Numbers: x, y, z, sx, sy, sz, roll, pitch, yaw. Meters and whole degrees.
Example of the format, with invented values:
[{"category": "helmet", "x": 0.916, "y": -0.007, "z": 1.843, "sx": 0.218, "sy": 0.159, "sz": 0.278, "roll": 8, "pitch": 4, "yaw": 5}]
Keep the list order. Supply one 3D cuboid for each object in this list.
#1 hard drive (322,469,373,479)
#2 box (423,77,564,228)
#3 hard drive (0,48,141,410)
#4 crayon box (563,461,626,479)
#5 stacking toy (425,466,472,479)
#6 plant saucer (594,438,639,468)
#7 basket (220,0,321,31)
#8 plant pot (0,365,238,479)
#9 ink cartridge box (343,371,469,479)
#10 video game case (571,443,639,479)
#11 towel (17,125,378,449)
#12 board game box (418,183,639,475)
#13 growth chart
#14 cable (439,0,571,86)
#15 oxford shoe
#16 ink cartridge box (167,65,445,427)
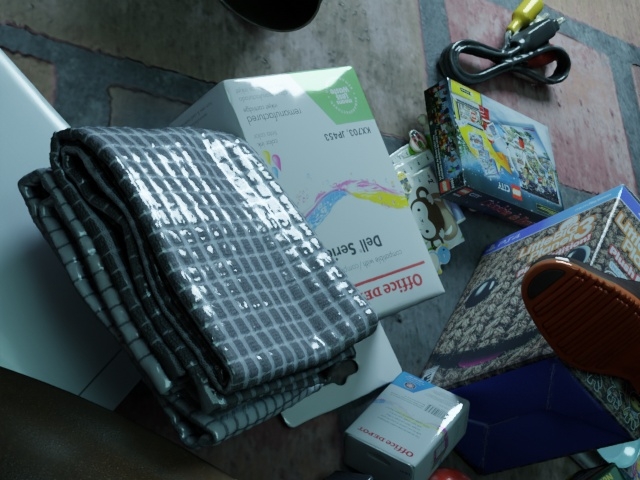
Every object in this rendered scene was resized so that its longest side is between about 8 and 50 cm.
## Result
[{"category": "hard drive", "x": -0.001, "y": 0.319, "z": 0.887, "sx": 0.339, "sy": 0.237, "sz": 0.064, "roll": -27, "pitch": 107, "yaw": -45}, {"category": "box", "x": 0.240, "y": -0.110, "z": 1.392, "sx": 0.233, "sy": 0.044, "sz": 0.159, "roll": 16, "pitch": 59, "yaw": -42}, {"category": "hard drive", "x": -0.280, "y": -0.008, "z": 0.930, "sx": 0.353, "sy": 0.047, "sz": 0.233, "roll": 49, "pitch": 48, "yaw": -12}, {"category": "crayon box", "x": 0.213, "y": 0.443, "z": 0.970, "sx": 0.363, "sy": 0.106, "sz": 0.313, "roll": -29, "pitch": 79, "yaw": -17}, {"category": "stacking toy", "x": 0.193, "y": 0.397, "z": 1.104, "sx": 0.141, "sy": 0.141, "sz": 0.330, "roll": -23, "pitch": 80, "yaw": -43}, {"category": "plant saucer", "x": 0.382, "y": 0.245, "z": 1.361, "sx": 0.119, "sy": 0.021, "sz": 0.119, "roll": 18, "pitch": 59, "yaw": -33}, {"category": "basket", "x": -0.034, "y": -0.389, "z": 1.240, "sx": 0.204, "sy": 0.154, "sz": 0.227, "roll": 49, "pitch": 44, "yaw": -13}, {"category": "plant pot", "x": -0.221, "y": 0.203, "z": 0.792, "sx": 0.230, "sy": 0.215, "sz": 0.215, "roll": 37, "pitch": 48, "yaw": 6}, {"category": "ink cartridge box", "x": 0.093, "y": 0.209, "z": 1.113, "sx": 0.122, "sy": 0.089, "sz": 0.052, "roll": -37, "pitch": 139, "yaw": -44}, {"category": "video game case", "x": 0.401, "y": 0.265, "z": 1.398, "sx": 0.143, "sy": 0.019, "sz": 0.157, "roll": 43, "pitch": 49, "yaw": -18}, {"category": "towel", "x": -0.097, "y": 0.023, "z": 0.906, "sx": 0.283, "sy": 0.121, "sz": 0.235, "roll": 54, "pitch": 26, "yaw": 14}, {"category": "board game box", "x": 0.276, "y": 0.107, "z": 1.217, "sx": 0.141, "sy": 0.232, "sz": 0.291, "roll": 46, "pitch": 48, "yaw": -14}, {"category": "growth chart", "x": 0.119, "y": -0.040, "z": 1.297, "sx": 0.172, "sy": 0.021, "sz": 0.237, "roll": 54, "pitch": 48, "yaw": -8}, {"category": "cable", "x": 0.278, "y": -0.272, "z": 1.530, "sx": 0.287, "sy": 0.072, "sz": 0.139, "roll": -31, "pitch": 109, "yaw": -32}, {"category": "oxford shoe", "x": 0.298, "y": 0.079, "z": 1.043, "sx": 0.271, "sy": 0.097, "sz": 0.098, "roll": 34, "pitch": 32, "yaw": -28}, {"category": "ink cartridge box", "x": 0.000, "y": 0.000, "z": 1.110, "sx": 0.207, "sy": 0.119, "sz": 0.353, "roll": -17, "pitch": 83, "yaw": -44}]
